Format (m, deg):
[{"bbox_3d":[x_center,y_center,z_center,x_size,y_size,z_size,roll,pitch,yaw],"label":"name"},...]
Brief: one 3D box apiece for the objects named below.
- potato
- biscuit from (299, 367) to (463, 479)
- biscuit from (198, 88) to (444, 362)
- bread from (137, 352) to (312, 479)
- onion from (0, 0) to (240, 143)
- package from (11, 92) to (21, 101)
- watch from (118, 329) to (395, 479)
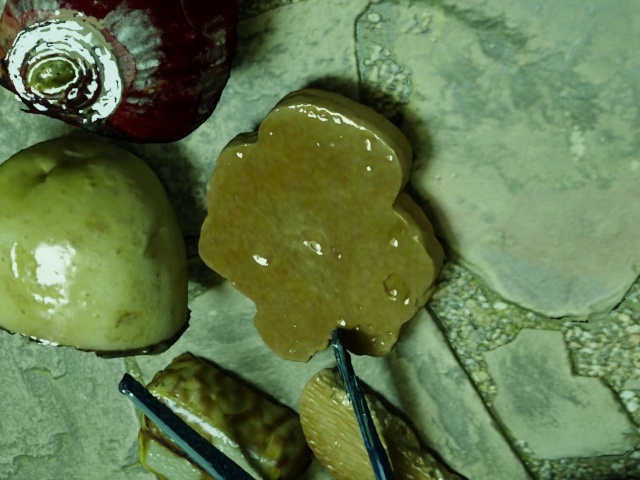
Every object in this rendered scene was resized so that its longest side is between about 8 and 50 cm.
[{"bbox_3d":[-0.275,-0.006,1.689,0.285,0.242,0.243,24,133,28],"label":"potato"},{"bbox_3d":[0.062,0.249,1.754,0.224,0.033,0.144,40,137,2],"label":"biscuit"},{"bbox_3d":[0.002,-0.003,1.596,0.269,0.051,0.376,28,135,12],"label":"biscuit"},{"bbox_3d":[-0.123,0.256,1.850,0.222,0.096,0.181,29,132,15],"label":"bread"},{"bbox_3d":[-0.178,-0.218,1.462,0.207,0.216,0.206,24,122,3],"label":"onion"},{"bbox_3d":[-0.269,-0.167,1.642,0.131,0.047,0.071,23,136,-6],"label":"package"},{"bbox_3d":[-0.060,0.245,1.703,0.276,0.068,0.275,-12,120,18],"label":"watch"}]
